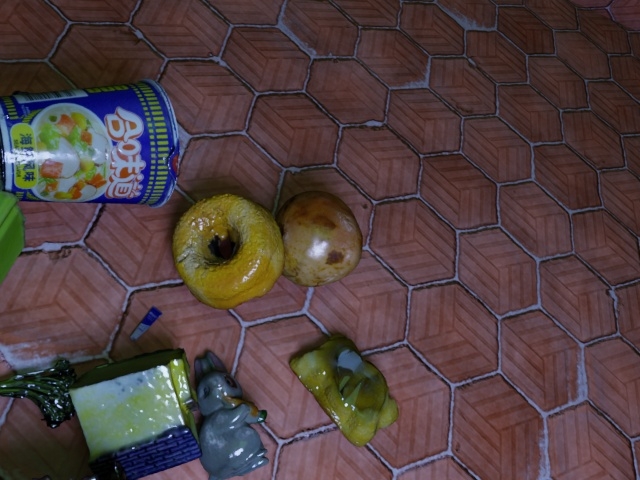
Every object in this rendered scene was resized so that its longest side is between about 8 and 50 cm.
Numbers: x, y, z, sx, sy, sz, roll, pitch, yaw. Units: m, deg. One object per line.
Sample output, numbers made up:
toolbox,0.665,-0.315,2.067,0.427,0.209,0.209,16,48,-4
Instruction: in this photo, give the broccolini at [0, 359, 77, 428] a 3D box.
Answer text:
broccolini,-0.542,0.297,1.064,0.272,0.062,0.123,-16,53,-36

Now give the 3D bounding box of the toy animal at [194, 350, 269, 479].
toy animal,-0.188,0.314,1.172,0.127,0.125,0.251,-4,55,-42

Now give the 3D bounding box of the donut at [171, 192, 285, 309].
donut,-0.195,0.017,1.307,0.254,0.118,0.253,-4,74,13

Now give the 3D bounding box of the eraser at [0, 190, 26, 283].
eraser,-0.625,0.055,1.090,0.092,0.210,0.274,22,56,-9

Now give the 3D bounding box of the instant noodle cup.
instant noodle cup,-0.479,-0.184,1.226,0.312,0.284,0.284,-9,64,-36

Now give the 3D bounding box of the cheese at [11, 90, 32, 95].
cheese,-0.642,-0.222,1.338,0.177,0.069,0.270,9,55,-18

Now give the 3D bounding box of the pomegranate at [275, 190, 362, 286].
pomegranate,0.000,0.000,1.382,0.215,0.215,0.215,11,57,-17

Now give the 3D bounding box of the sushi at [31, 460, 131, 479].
sushi,-0.376,0.501,0.871,0.300,0.281,0.294,-16,68,-22

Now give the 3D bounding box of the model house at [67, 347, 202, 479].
model house,-0.310,0.317,1.104,0.194,0.170,0.211,-15,92,-11

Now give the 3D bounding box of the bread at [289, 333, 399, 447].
bread,0.062,0.301,1.301,0.161,0.088,0.233,-31,74,-31

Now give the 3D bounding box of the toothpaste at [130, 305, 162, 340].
toothpaste,-0.353,0.168,1.254,0.024,0.015,0.083,41,48,-5
